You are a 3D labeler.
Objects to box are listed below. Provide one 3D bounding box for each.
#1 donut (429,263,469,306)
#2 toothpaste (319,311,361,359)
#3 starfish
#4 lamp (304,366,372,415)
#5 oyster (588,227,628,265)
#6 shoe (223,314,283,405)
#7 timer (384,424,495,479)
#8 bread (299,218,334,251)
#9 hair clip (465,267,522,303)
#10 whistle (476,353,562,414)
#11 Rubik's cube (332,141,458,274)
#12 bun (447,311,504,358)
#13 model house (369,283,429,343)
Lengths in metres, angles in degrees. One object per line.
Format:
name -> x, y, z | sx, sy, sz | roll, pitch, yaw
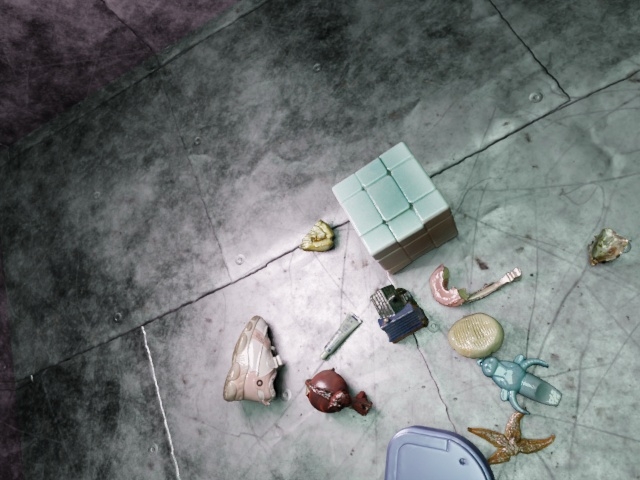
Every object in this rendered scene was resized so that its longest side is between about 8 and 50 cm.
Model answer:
donut -> 0.459, 0.180, 1.729 | 0.117, 0.065, 0.166 | -46, 53, 33
toothpaste -> 0.072, 0.376, 1.837 | 0.062, 0.037, 0.216 | 38, 85, 26
starfish -> 0.625, 0.640, 1.550 | 0.247, 0.050, 0.138 | -23, 67, 5
lamp -> 0.049, 0.569, 1.726 | 0.223, 0.215, 0.151 | 42, 106, 48
oyster -> 0.965, 0.029, 1.609 | 0.148, 0.051, 0.103 | -36, 61, -10
shoe -> -0.249, 0.478, 1.864 | 0.198, 0.172, 0.351 | 21, 58, -11
timer -> 0.394, 0.803, 1.509 | 0.395, 0.173, 0.395 | -7, 71, 21
bread -> -0.002, 0.005, 1.950 | 0.110, 0.103, 0.156 | 39, 95, 14
hair clip -> 0.620, 0.170, 1.697 | 0.226, 0.072, 0.034 | -34, 58, 17
whistle -> 0.653, 0.464, 1.569 | 0.274, 0.093, 0.186 | 23, 77, 21
Rubik's cube -> 0.283, -0.107, 1.754 | 0.316, 0.319, 0.322 | -33, 65, 8
bun -> 0.540, 0.336, 1.645 | 0.188, 0.111, 0.164 | -27, 49, 13
model house -> 0.276, 0.258, 1.724 | 0.166, 0.172, 0.183 | -33, 65, 9
